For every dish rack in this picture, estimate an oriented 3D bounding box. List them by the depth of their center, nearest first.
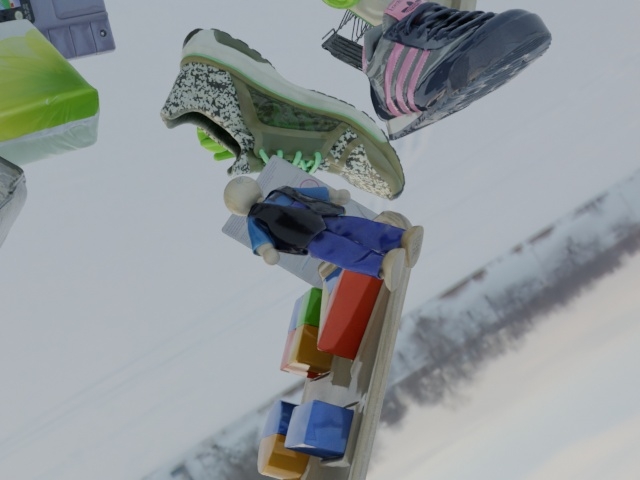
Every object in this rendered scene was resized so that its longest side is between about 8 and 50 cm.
[{"bbox_3d":[0.127,-0.338,1.749,0.271,0.208,0.074,-54,166,-52],"label":"dish rack"}]

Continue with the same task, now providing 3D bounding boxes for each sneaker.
[{"bbox_3d":[0.109,-0.188,1.048,0.112,0.131,0.319,-26,-178,-18],"label":"sneaker"},{"bbox_3d":[-0.068,-0.146,1.650,0.182,0.410,0.158,-60,179,-22],"label":"sneaker"}]

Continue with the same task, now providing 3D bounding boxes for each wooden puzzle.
[{"bbox_3d":[0.003,0.162,1.225,0.080,0.347,0.322,12,164,-12],"label":"wooden puzzle"}]

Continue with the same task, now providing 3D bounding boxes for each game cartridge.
[{"bbox_3d":[-0.503,-0.474,1.832,0.230,0.355,0.068,-17,-172,-26],"label":"game cartridge"}]

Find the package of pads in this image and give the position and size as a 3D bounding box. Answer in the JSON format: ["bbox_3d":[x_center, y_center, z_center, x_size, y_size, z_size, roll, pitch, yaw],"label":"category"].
[{"bbox_3d":[-0.463,-0.175,1.376,0.296,0.229,0.101,-20,135,-28],"label":"package of pads"}]

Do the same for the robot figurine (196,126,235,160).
[{"bbox_3d":[-0.157,-0.182,1.752,0.067,0.101,0.115,-8,-166,24],"label":"robot figurine"}]

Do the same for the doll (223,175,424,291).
[{"bbox_3d":[-0.004,-0.015,0.967,0.129,0.189,0.046,-47,148,-45],"label":"doll"}]

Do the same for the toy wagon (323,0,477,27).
[{"bbox_3d":[0.058,-0.386,1.372,0.068,0.344,0.267,-38,-150,46],"label":"toy wagon"}]

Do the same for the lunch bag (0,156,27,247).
[{"bbox_3d":[-0.453,-0.020,1.043,0.212,0.256,0.305,-58,-169,10],"label":"lunch bag"}]

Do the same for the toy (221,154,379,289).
[{"bbox_3d":[0.000,0.000,1.483,0.137,0.237,0.056,-57,169,-19],"label":"toy"}]
